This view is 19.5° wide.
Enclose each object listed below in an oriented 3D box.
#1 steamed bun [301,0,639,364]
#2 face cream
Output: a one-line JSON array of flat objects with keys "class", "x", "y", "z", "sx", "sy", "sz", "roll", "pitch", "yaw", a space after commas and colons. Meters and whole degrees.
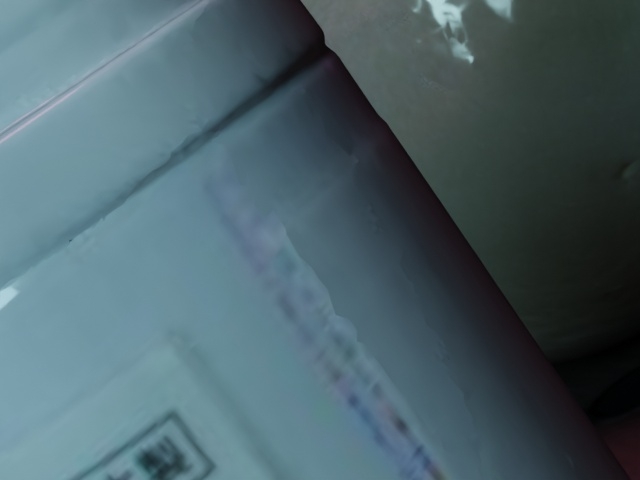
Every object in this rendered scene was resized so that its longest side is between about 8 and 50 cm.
[{"class": "steamed bun", "x": 0.059, "y": -0.101, "z": 0.809, "sx": 0.206, "sy": 0.324, "sz": 0.324, "roll": -11, "pitch": 5, "yaw": -5}, {"class": "face cream", "x": -0.049, "y": 0.005, "z": 0.381, "sx": 0.145, "sy": 0.369, "sz": 0.145, "roll": -33, "pitch": 8, "yaw": 5}]
